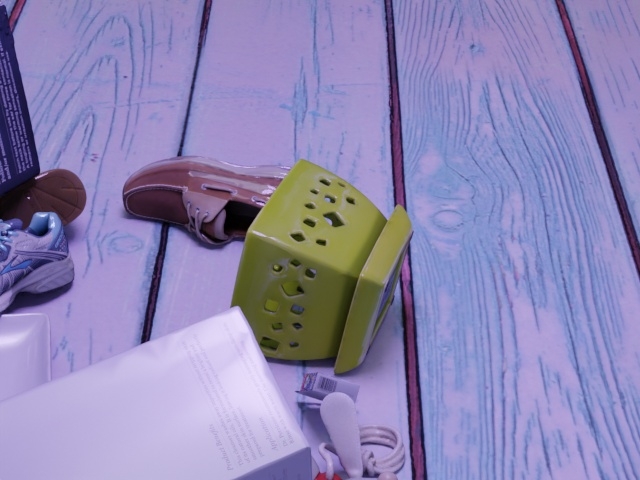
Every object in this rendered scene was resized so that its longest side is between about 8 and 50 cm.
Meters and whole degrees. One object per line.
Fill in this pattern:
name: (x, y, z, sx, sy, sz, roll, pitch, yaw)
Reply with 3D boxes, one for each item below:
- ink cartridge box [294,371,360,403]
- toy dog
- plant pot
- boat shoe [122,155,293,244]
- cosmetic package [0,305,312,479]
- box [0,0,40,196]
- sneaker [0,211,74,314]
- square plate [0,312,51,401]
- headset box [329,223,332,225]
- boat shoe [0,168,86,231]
ink cartridge box: (0.008, 0.204, 1.774, 0.063, 0.115, 0.029, 19, 79, -11)
toy dog: (-0.038, 0.255, 1.657, 0.334, 0.161, 0.220, 6, 36, 2)
plant pot: (0.006, 0.048, 1.904, 0.207, 0.227, 0.228, 20, 37, 8)
boat shoe: (-0.172, -0.059, 2.108, 0.324, 0.123, 0.116, 0, 48, 10)
cosmetic package: (-0.222, 0.258, 1.483, 0.385, 0.156, 0.217, -21, 58, -11)
box: (-0.748, -0.148, 1.852, 0.480, 0.297, 0.472, 0, 20, 23)
sneaker: (-0.484, 0.032, 1.904, 0.110, 0.122, 0.283, 9, 21, 29)
square plate: (-0.532, 0.230, 1.729, 0.347, 0.049, 0.344, -4, 36, -12)
headset box: (0.000, 0.000, 2.120, 0.083, 0.032, 0.062, 29, 43, 27)
boat shoe: (-0.535, -0.014, 2.027, 0.341, 0.121, 0.110, -23, 9, -28)
